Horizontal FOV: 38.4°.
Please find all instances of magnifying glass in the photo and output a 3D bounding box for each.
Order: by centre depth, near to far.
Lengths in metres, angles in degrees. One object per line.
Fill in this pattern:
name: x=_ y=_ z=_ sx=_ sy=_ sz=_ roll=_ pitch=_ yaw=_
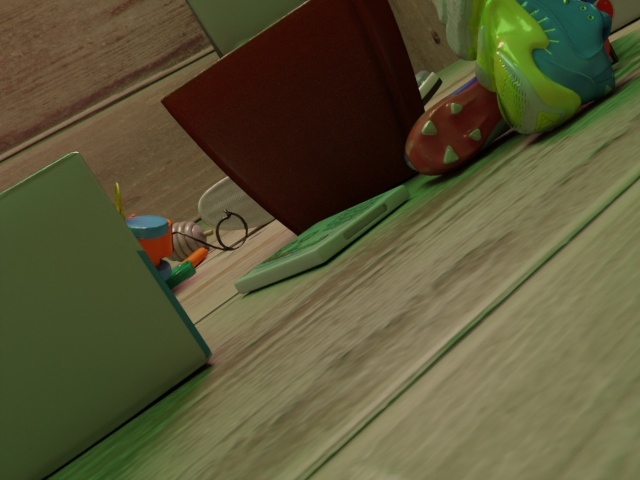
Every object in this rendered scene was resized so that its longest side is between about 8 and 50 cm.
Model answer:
magnifying glass: x=-0.244 y=0.054 z=1.622 sx=0.092 sy=0.026 sz=0.231 roll=-30 pitch=9 yaw=16

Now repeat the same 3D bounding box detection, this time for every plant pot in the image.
plant pot: x=0.005 y=-0.162 z=1.177 sx=0.267 sy=0.236 sz=0.267 roll=-30 pitch=7 yaw=18

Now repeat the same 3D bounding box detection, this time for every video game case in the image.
video game case: x=0.000 y=0.000 z=0.959 sx=0.143 sy=0.019 sz=0.157 roll=-37 pitch=8 yaw=-38

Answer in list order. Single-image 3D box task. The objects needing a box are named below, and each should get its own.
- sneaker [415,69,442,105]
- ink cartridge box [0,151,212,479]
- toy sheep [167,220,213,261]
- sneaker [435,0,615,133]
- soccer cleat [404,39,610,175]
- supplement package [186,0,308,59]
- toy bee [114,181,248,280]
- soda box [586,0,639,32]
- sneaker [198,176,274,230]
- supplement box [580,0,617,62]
sneaker: x=0.036 y=-0.215 z=1.483 sx=0.295 sy=0.178 sz=0.124 roll=-40 pitch=5 yaw=13
ink cartridge box: x=-0.252 y=0.072 z=0.810 sx=0.197 sy=0.198 sz=0.270 roll=-35 pitch=7 yaw=-18
toy sheep: x=-0.272 y=0.002 z=1.853 sx=0.132 sy=0.091 sz=0.091 roll=-24 pitch=9 yaw=18
sneaker: x=0.199 y=-0.205 z=0.886 sx=0.126 sy=0.240 sz=0.091 roll=-16 pitch=-30 yaw=-9
soccer cleat: x=0.191 y=-0.150 z=0.963 sx=0.248 sy=0.083 sz=0.095 roll=-36 pitch=3 yaw=-11
supplement package: x=-0.081 y=-0.343 z=1.222 sx=0.194 sy=0.149 sz=0.203 roll=-32 pitch=6 yaw=-1
toy bee: x=-0.293 y=0.013 z=1.471 sx=0.298 sy=0.195 sz=0.162 roll=11 pitch=5 yaw=-45
soda box: x=0.380 y=-0.322 z=1.351 sx=0.216 sy=0.074 sz=0.069 roll=-27 pitch=9 yaw=37
sneaker: x=-0.109 y=-0.086 z=1.721 sx=0.292 sy=0.108 sz=0.169 roll=-24 pitch=2 yaw=-23
supplement box: x=0.286 y=-0.233 z=1.135 sx=0.130 sy=0.073 sz=0.239 roll=-29 pitch=9 yaw=20
